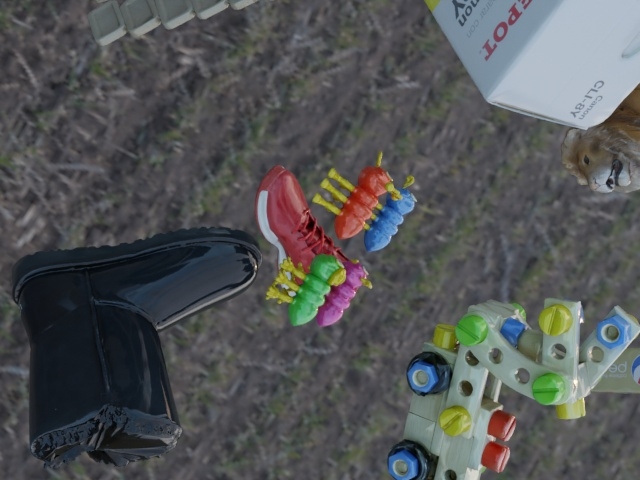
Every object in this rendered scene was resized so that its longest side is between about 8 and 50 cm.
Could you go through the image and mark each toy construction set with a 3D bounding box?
[{"bbox_3d":[0.182,0.200,1.302,0.151,0.215,0.328,18,90,-62],"label":"toy construction set"}]

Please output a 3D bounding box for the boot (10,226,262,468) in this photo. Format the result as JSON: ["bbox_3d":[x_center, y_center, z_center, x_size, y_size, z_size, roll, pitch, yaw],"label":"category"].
[{"bbox_3d":[-0.152,0.099,1.156,0.246,0.207,0.094,-7,145,-19],"label":"boot"}]

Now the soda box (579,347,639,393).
[{"bbox_3d":[0.427,0.177,1.722,0.058,0.181,0.061,11,79,-48],"label":"soda box"}]

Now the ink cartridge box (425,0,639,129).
[{"bbox_3d":[0.221,-0.347,1.278,0.160,0.385,0.279,8,133,-36],"label":"ink cartridge box"}]

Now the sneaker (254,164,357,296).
[{"bbox_3d":[0.000,0.000,1.639,0.087,0.128,0.221,-54,146,-29],"label":"sneaker"}]

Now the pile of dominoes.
[{"bbox_3d":[-0.082,-0.238,1.103,0.196,0.251,0.040,-80,150,-44],"label":"pile of dominoes"}]

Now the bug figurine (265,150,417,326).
[{"bbox_3d":[0.036,0.006,1.475,0.216,0.072,0.279,-57,167,3],"label":"bug figurine"}]

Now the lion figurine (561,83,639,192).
[{"bbox_3d":[0.401,-0.241,1.537,0.142,0.240,0.392,-31,121,-49],"label":"lion figurine"}]
